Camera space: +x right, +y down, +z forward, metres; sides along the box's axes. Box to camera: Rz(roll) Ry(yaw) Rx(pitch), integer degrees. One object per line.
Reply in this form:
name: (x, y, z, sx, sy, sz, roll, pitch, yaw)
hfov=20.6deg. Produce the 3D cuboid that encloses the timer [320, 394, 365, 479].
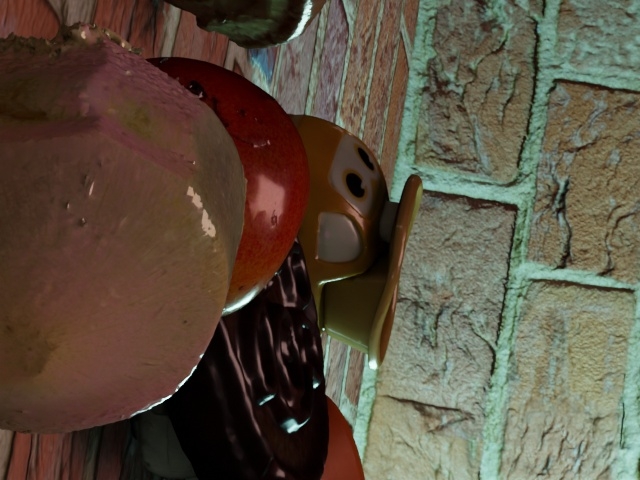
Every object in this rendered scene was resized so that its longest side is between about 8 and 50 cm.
timer: (-0.061, 0.310, 1.823, 0.257, 0.161, 0.250, -35, 138, -51)

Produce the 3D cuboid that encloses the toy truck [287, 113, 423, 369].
toy truck: (0.000, 0.000, 2.058, 0.204, 0.212, 0.288, -70, 168, -59)

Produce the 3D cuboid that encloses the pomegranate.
pomegranate: (-0.113, -0.024, 1.339, 0.210, 0.210, 0.235, -46, 145, -75)

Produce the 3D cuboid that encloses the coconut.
coconut: (-0.162, -0.003, 1.060, 0.245, 0.233, 0.233, -81, 175, -63)

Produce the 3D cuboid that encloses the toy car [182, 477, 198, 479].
toy car: (-0.115, 0.292, 1.989, 0.224, 0.076, 0.090, -7, 102, -81)

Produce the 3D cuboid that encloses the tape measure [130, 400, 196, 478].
tape measure: (-0.133, 0.207, 1.779, 0.330, 0.084, 0.164, 88, 15, -48)

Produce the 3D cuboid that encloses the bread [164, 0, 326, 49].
bread: (-0.067, -0.269, 1.532, 0.244, 0.190, 0.123, 85, 28, -66)

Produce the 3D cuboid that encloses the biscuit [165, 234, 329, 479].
biscuit: (-0.072, 0.052, 1.624, 0.407, 0.091, 0.407, -14, 90, -79)
